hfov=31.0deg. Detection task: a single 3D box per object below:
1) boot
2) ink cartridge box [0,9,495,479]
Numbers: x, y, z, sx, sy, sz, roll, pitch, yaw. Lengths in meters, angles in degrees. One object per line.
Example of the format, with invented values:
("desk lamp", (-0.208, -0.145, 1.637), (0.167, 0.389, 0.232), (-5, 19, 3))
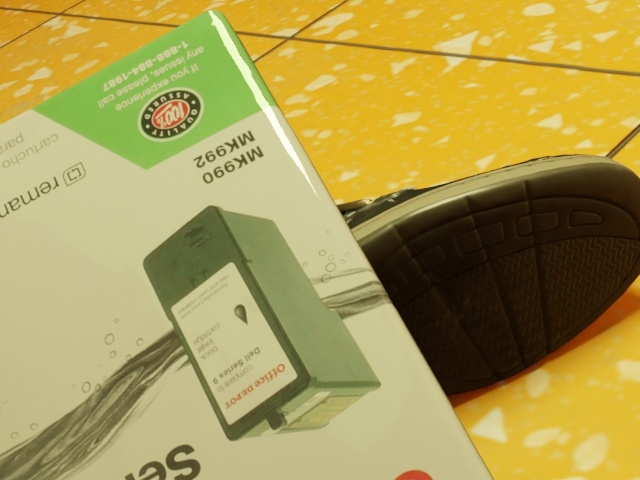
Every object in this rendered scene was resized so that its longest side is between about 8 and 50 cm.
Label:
("boot", (0.000, 0.000, 0.784), (0.377, 0.138, 0.284), (-26, 30, -1))
("ink cartridge box", (-0.063, 0.066, 0.559), (0.211, 0.121, 0.289), (-30, 66, -2))
